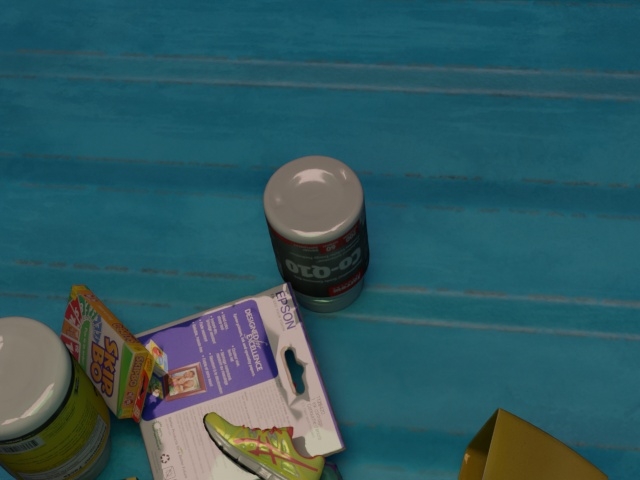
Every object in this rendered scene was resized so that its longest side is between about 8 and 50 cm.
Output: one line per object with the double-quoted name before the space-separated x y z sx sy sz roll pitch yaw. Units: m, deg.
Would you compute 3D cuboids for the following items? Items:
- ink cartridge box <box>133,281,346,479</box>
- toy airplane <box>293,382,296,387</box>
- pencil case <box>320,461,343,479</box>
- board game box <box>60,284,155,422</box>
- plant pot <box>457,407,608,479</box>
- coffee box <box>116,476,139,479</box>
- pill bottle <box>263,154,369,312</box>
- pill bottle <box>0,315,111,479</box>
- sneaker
"ink cartridge box" -0.146 0.257 1.787 0.307 0.072 0.303 -18 67 -3
"toy airplane" -0.100 0.271 1.826 0.151 0.028 0.151 -3 61 5
"pencil case" 0.019 0.423 1.701 0.070 0.064 0.151 -7 55 -26
"board game box" -0.357 0.186 1.815 0.039 0.124 0.259 -2 26 -42
"plant pot" 0.302 0.401 1.612 0.187 0.212 0.212 19 62 2
"coffee box" -0.372 0.448 1.745 0.184 0.040 0.113 -10 59 1
"pill bottle" 0.000 0.000 1.826 0.161 0.283 0.161 -3 59 5
"pill bottle" -0.434 0.267 1.689 0.188 0.334 0.188 -3 60 5
"sneaker" -0.084 0.315 1.682 0.208 0.081 0.094 33 78 4
